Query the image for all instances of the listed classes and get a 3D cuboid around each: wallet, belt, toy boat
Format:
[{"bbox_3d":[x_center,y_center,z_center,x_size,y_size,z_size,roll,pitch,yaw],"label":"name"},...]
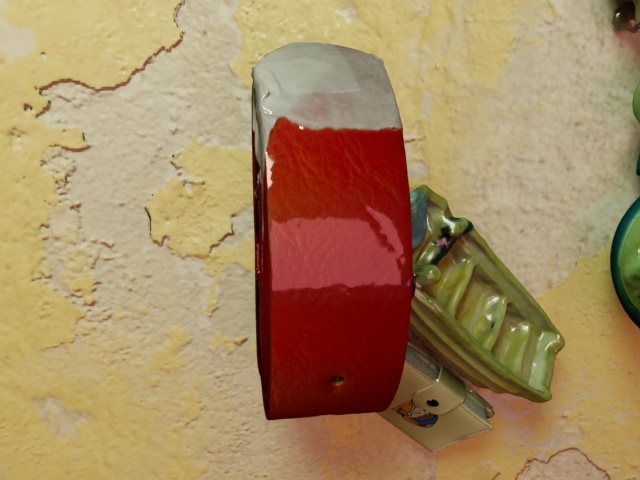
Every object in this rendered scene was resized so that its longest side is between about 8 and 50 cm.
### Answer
[{"bbox_3d":[0.109,0.173,0.662,0.155,0.039,0.110,39,130,-18],"label":"wallet"},{"bbox_3d":[0.000,0.000,0.506,0.115,0.227,0.324,-3,110,-10],"label":"belt"},{"bbox_3d":[0.145,0.061,0.607,0.276,0.084,0.111,43,61,-24],"label":"toy boat"}]

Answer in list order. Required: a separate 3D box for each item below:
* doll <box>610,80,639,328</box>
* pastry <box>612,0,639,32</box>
[{"bbox_3d":[0.404,-0.016,0.585,0.198,0.186,0.322,8,97,33],"label":"doll"},{"bbox_3d":[0.380,-0.346,0.500,0.329,0.136,0.330,-2,106,-7],"label":"pastry"}]
